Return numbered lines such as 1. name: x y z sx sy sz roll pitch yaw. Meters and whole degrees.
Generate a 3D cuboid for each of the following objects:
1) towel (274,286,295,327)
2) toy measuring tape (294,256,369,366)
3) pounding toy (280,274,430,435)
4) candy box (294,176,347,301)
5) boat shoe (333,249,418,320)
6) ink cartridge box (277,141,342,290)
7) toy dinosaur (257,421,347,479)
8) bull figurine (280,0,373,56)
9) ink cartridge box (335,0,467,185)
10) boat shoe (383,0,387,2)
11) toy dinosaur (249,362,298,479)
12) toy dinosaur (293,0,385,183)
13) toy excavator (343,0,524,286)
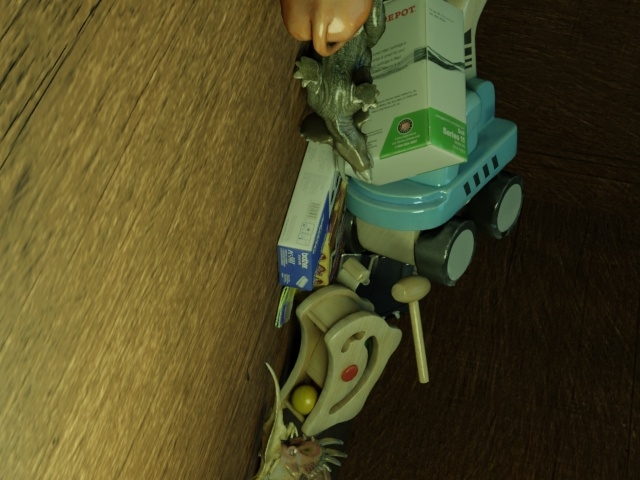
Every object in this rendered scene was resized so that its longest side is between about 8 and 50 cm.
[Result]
1. towel: -0.046 0.085 1.783 0.083 0.009 0.060 -12 114 -83
2. toy measuring tape: 0.038 0.146 2.027 0.121 0.121 0.330 -70 180 -53
3. pounding toy: 0.048 0.164 1.850 0.154 0.155 0.269 3 122 -48
4. candy box: 0.000 0.000 1.845 0.186 0.053 0.109 88 16 -60
5. boat shoe: 0.075 0.120 2.244 0.127 0.158 0.340 -71 170 -48
6. ink cartridge box: -0.008 -0.049 1.704 0.097 0.046 0.207 90 13 -58
7. toy dinosaur: -0.028 0.359 2.002 0.296 0.127 0.200 -38 133 -89
8. bull figurine: 0.019 -0.318 1.182 0.188 0.101 0.310 -45 147 -82
9. ink cartridge box: 0.100 -0.190 1.680 0.087 0.153 0.208 18 67 -45
10. boat shoe: 0.115 -0.297 2.140 0.254 0.095 0.079 108 -12 -49
11. toy dinosaur: -0.061 0.252 1.776 0.092 0.053 0.183 -8 110 -82
12. toy dinosaur: 0.029 -0.224 1.539 0.160 0.121 0.313 -153 -110 -84
13. toy excavator: 0.197 -0.221 2.029 0.433 0.222 0.445 -42 141 -39
